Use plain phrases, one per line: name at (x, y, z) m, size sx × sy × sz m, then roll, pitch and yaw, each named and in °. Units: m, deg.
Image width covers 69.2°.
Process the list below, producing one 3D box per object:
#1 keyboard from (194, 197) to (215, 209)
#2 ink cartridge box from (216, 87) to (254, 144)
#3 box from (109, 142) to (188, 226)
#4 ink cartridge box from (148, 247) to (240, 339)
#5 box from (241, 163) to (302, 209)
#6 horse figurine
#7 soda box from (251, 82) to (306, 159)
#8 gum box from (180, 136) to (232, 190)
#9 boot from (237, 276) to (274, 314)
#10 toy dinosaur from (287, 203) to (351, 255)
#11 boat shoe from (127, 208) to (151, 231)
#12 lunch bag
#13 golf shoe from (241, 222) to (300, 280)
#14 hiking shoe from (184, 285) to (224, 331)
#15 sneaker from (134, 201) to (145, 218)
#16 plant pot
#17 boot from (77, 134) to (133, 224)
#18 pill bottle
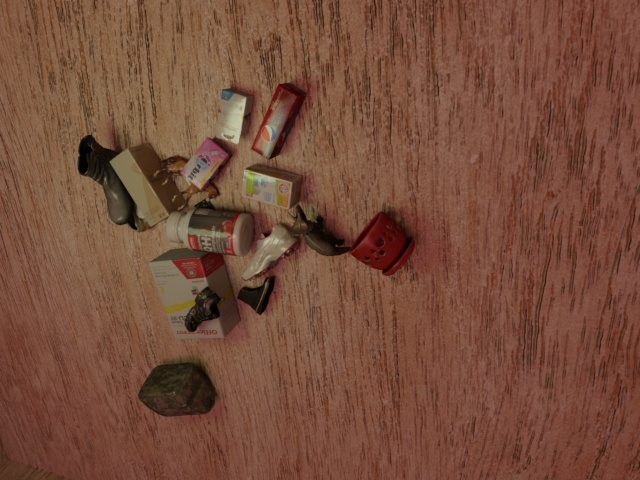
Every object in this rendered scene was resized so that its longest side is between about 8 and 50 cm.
keyboard at (-0.471, -0.080, 1.966) m, size 0.108 × 0.023 × 0.180 m, roll -27°, pitch 99°, yaw 28°
ink cartridge box at (-0.321, -0.462, 1.730) m, size 0.104 × 0.061 × 0.181 m, roll 21°, pitch 116°, yaw 12°
box at (-0.708, -0.232, 1.925) m, size 0.121 × 0.148 × 0.311 m, roll -25°, pitch 102°, yaw 26°
ink cartridge box at (-0.547, 0.233, 2.042) m, size 0.279 × 0.160 × 0.385 m, roll -6°, pitch 108°, yaw 22°
box at (-0.183, -0.206, 1.758) m, size 0.203 × 0.103 × 0.114 m, roll 17°, pitch 116°, yaw 14°
horse figurine at (-0.554, -0.246, 1.883) m, size 0.174 × 0.066 × 0.263 m, roll -35°, pitch 85°, yaw -6°
soda box at (-0.152, -0.425, 1.663) m, size 0.083 × 0.092 × 0.263 m, roll 33°, pitch 119°, yaw 7°
gum box at (-0.448, -0.294, 1.811) m, size 0.107 × 0.062 × 0.188 m, roll 40°, pitch 97°, yaw 1°
boot at (-0.284, 0.213, 1.988) m, size 0.137 × 0.077 × 0.198 m, roll 30°, pitch 117°, yaw 13°
toy dinosaur at (0.000, 0.000, 1.741) m, size 0.313 × 0.160 × 0.121 m, roll 45°, pitch 119°, yaw 0°
boat shoe at (-0.856, -0.166, 2.029) m, size 0.302 × 0.103 × 0.113 m, roll 47°, pitch 119°, yaw -2°
lunch bag at (-0.698, 0.758, 2.287) m, size 0.305 × 0.212 × 0.256 m, roll -14°, pitch 122°, yaw 28°
golf shoe at (-0.223, 0.050, 1.886) m, size 0.306 × 0.115 × 0.140 m, roll -38°, pitch 84°, yaw 22°
hiking shoe at (-0.477, 0.304, 1.907) m, size 0.114 × 0.086 × 0.227 m, roll 32°, pitch 115°, yaw 7°
sneaker at (-0.775, -0.182, 2.012) m, size 0.080 × 0.094 × 0.212 m, roll -25°, pitch 77°, yaw 11°
plant pot at (0.223, 0.021, 1.651) m, size 0.174 × 0.191 × 0.191 m, roll 39°, pitch 119°, yaw -4°
boot at (-0.882, -0.236, 1.874) m, size 0.118 × 0.223 × 0.338 m, roll -18°, pitch 76°, yaw 11°
pill bottle at (-0.443, -0.039, 1.865) m, size 0.318 × 0.176 × 0.176 m, roll 7°, pitch 113°, yaw 11°
